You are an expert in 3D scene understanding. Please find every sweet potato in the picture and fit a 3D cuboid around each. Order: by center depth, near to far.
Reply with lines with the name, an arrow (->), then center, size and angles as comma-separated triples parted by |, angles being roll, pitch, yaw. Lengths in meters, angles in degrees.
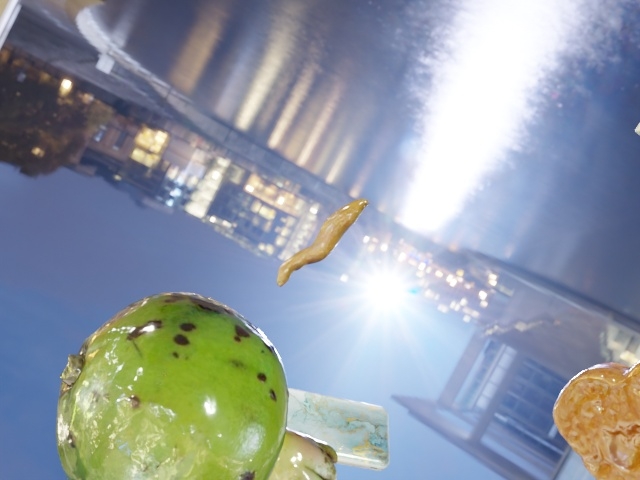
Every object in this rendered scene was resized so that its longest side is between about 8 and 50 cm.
sweet potato -> 0.003, 0.003, 1.162 | 0.044, 0.179, 0.044 | 47, 178, 2

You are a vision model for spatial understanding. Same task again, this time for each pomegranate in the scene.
pomegranate -> -0.093, 0.151, 0.649 | 0.248, 0.202, 0.202 | 32, -178, -19

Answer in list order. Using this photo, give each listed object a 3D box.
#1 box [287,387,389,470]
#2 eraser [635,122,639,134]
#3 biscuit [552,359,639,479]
box -> 0.006, 0.385, 1.646 | 0.285, 0.044, 0.142 | 13, -134, -13
eraser -> 0.305, -0.106, 0.643 | 0.029, 0.052, 0.122 | 39, 177, -6
biscuit -> 0.271, 0.192, 0.491 | 0.043, 0.306, 0.284 | -7, -178, -35
